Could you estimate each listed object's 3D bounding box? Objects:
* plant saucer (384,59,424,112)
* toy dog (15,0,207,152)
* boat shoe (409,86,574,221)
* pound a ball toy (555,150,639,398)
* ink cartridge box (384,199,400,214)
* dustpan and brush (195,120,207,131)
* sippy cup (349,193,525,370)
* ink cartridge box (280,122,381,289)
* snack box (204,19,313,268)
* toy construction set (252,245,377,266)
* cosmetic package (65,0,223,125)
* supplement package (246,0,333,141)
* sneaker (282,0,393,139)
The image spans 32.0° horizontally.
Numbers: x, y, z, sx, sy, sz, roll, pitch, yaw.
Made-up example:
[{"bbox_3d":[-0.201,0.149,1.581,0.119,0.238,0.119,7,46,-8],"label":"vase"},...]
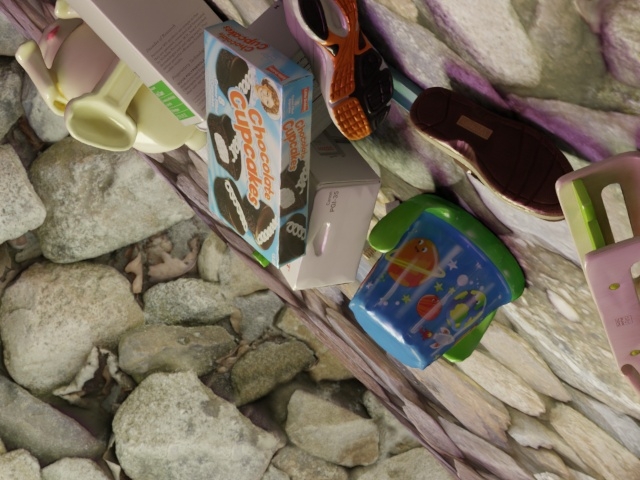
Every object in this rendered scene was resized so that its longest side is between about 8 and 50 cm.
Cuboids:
[{"bbox_3d":[0.127,-0.198,1.546,0.192,0.018,0.067,40,167,14],"label":"plant saucer"},{"bbox_3d":[-0.430,-0.355,2.320,0.395,0.285,0.408,21,-173,-44],"label":"toy dog"},{"bbox_3d":[0.229,-0.105,1.400,0.257,0.095,0.095,43,-177,30],"label":"boat shoe"},{"bbox_3d":[0.387,0.075,1.275,0.319,0.135,0.208,57,-162,-47],"label":"pound a ball toy"},{"bbox_3d":[0.138,-0.006,1.962,0.063,0.029,0.115,62,-161,-56],"label":"ink cartridge box"},{"bbox_3d":[-0.106,-0.236,1.984,0.211,0.147,0.060,-14,111,45],"label":"dustpan and brush"},{"bbox_3d":[0.177,0.082,1.833,0.305,0.224,0.240,45,168,-8],"label":"sippy cup"},{"bbox_3d":[-0.029,-0.083,1.808,0.283,0.117,0.207,55,141,45],"label":"ink cartridge box"},{"bbox_3d":[-0.093,-0.137,1.624,0.187,0.060,0.322,39,141,36],"label":"snack box"},{"bbox_3d":[0.000,0.000,2.086,0.309,0.237,0.257,45,168,-10],"label":"toy construction set"},{"bbox_3d":[-0.295,-0.385,1.943,0.365,0.155,0.197,45,171,-13],"label":"cosmetic package"},{"bbox_3d":[-0.039,-0.253,1.682,0.105,0.105,0.179,38,166,33],"label":"supplement package"},{"bbox_3d":[0.017,-0.262,1.516,0.121,0.099,0.262,46,160,54],"label":"sneaker"}]
